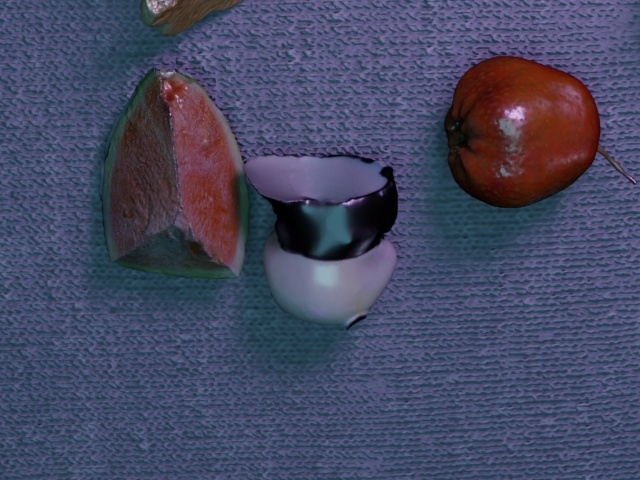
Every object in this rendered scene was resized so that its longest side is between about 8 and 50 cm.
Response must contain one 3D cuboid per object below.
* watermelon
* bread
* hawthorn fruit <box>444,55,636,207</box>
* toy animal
[{"bbox_3d":[-0.174,-0.066,1.960,0.146,0.128,0.231,-7,89,33],"label":"watermelon"},{"bbox_3d":[-0.077,-0.300,1.854,0.251,0.182,0.039,-38,83,12],"label":"bread"},{"bbox_3d":[0.236,-0.114,1.902,0.203,0.162,0.163,-4,104,-19],"label":"hawthorn fruit"},{"bbox_3d":[0.000,0.000,1.945,0.166,0.138,0.179,9,112,21],"label":"toy animal"}]
